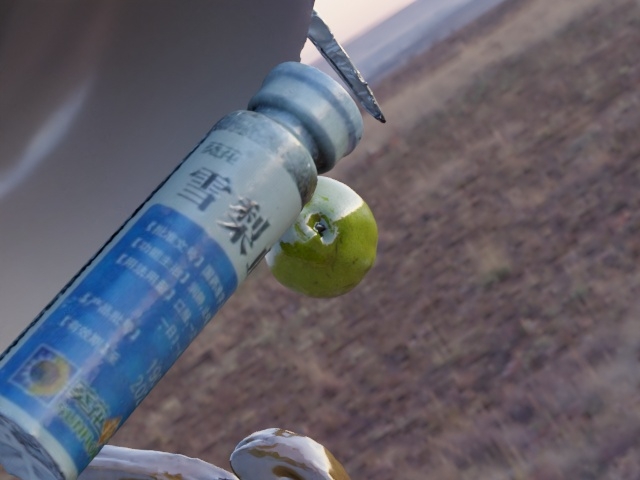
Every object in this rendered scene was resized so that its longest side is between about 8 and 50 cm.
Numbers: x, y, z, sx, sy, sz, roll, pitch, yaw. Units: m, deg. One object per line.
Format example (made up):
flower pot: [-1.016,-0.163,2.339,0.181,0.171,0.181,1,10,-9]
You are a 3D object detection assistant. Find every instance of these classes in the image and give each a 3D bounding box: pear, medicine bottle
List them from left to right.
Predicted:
medicine bottle: [-0.055,0.009,0.535,0.191,0.051,0.051,-49,12,-28]
pear: [0.000,0.000,1.059,0.092,0.092,0.097,-31,-10,19]

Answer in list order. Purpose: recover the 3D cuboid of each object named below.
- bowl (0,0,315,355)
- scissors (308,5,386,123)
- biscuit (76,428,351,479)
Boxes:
bowl: [-0.135,-0.079,0.592,0.287,0.144,0.287,-49,-23,-28]
scissors: [-0.027,-0.233,1.383,0.109,0.300,0.022,-32,7,30]
biscuit: [-0.042,0.257,0.846,0.063,0.368,0.314,-43,-29,-60]
